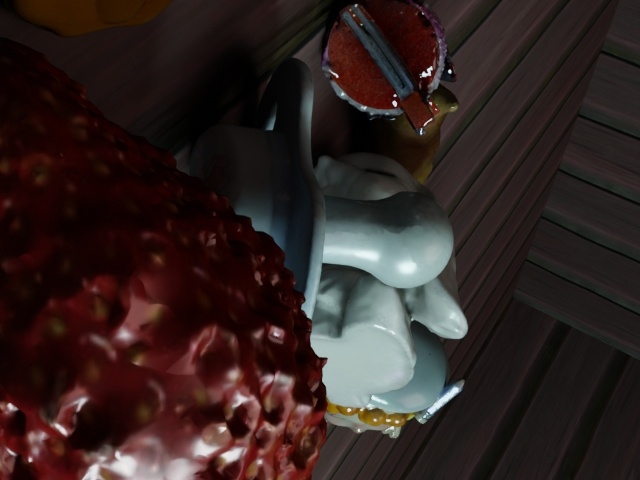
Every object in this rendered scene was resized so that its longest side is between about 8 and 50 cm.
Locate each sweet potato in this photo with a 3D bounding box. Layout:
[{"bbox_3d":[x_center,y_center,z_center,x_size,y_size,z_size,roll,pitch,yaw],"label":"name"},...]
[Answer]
[{"bbox_3d":[0.098,-0.115,1.006,0.095,0.106,0.355,-22,162,-15],"label":"sweet potato"}]

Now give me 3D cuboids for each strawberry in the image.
[{"bbox_3d":[-0.113,0.042,0.454,0.261,0.261,0.258,-10,122,-66],"label":"strawberry"}]

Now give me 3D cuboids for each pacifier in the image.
[{"bbox_3d":[0.000,0.000,0.675,0.238,0.225,0.287,112,-20,-46],"label":"pacifier"}]

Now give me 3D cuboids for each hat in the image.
[{"bbox_3d":[0.090,-0.208,0.857,0.129,0.140,0.227,-56,179,30],"label":"hat"}]

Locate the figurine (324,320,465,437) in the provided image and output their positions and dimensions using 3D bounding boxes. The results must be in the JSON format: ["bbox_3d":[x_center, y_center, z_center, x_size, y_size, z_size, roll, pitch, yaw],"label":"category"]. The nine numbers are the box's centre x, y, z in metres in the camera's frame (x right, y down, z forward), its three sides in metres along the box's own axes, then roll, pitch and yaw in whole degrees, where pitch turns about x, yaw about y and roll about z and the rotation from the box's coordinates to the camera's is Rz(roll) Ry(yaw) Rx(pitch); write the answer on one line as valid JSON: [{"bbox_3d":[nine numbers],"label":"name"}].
[{"bbox_3d":[0.050,0.206,1.278,0.382,0.224,0.205,131,-28,-64],"label":"figurine"}]

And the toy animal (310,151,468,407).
[{"bbox_3d":[0.030,0.027,0.890,0.206,0.271,0.265,51,40,-40],"label":"toy animal"}]

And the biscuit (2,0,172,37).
[{"bbox_3d":[-0.111,-0.193,0.451,0.170,0.050,0.170,-52,158,-31],"label":"biscuit"}]
